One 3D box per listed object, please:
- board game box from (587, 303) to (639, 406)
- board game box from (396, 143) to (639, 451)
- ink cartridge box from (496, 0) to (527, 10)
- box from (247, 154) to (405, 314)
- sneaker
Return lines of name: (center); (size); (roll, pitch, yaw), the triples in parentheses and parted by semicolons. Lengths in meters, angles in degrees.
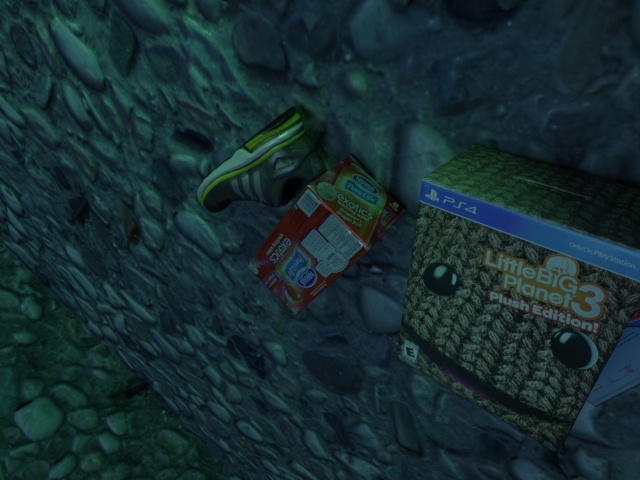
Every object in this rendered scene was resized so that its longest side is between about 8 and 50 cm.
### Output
board game box: (0.390, 0.106, 0.583); (0.145, 0.027, 0.281); (36, 137, 11)
board game box: (0.241, 0.063, 0.561); (0.232, 0.141, 0.290); (25, 131, 33)
ink cartridge box: (0.223, -0.332, 0.182); (0.385, 0.160, 0.279); (-19, 98, 26)
box: (0.000, 0.000, 0.751); (0.128, 0.123, 0.257); (46, 138, 3)
sneaker: (-0.110, -0.100, 0.783); (0.121, 0.111, 0.300); (52, 140, -11)
